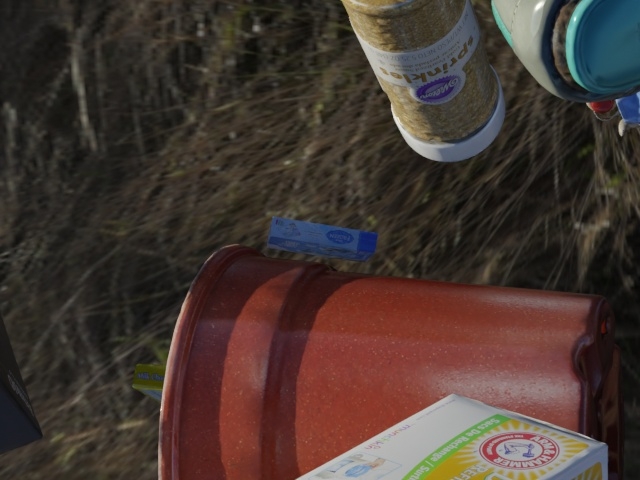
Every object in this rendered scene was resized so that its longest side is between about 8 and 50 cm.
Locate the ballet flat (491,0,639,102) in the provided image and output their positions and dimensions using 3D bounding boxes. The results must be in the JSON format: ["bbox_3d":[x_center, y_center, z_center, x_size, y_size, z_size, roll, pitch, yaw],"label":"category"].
[{"bbox_3d":[0.157,-0.105,0.491,0.213,0.068,0.072,-17,124,-8],"label":"ballet flat"}]

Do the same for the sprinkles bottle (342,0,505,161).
[{"bbox_3d":[0.103,-0.200,1.487,0.121,0.355,0.121,-5,69,14],"label":"sprinkles bottle"}]

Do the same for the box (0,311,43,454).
[{"bbox_3d":[-0.393,0.012,1.232,0.179,0.343,0.312,-22,66,-6],"label":"box"}]

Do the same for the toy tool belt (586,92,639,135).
[{"bbox_3d":[0.187,-0.081,0.829,0.083,0.051,0.052,-17,125,24],"label":"toy tool belt"}]

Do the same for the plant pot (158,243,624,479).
[{"bbox_3d":[0.065,0.138,1.012,0.265,0.272,0.272,0,97,18],"label":"plant pot"}]

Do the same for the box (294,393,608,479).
[{"bbox_3d":[0.041,0.169,0.713,0.103,0.203,0.114,14,117,45],"label":"box"}]

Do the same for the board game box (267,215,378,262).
[{"bbox_3d":[0.000,0.000,1.274,0.090,0.090,0.020,10,83,-2],"label":"board game box"}]

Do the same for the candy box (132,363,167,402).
[{"bbox_3d":[-0.088,0.154,1.389,0.105,0.206,0.027,1,72,17],"label":"candy box"}]
